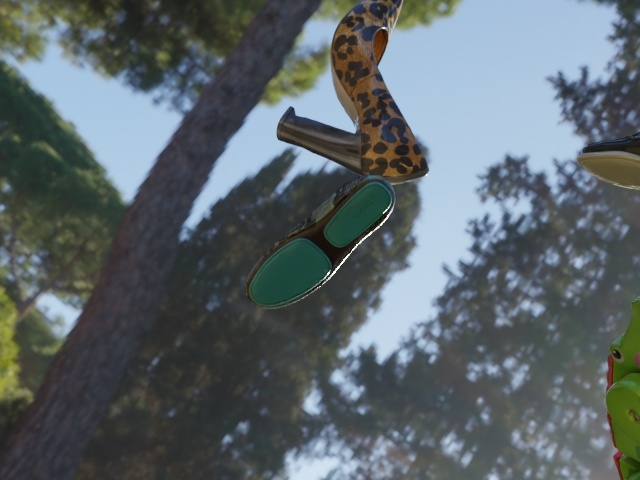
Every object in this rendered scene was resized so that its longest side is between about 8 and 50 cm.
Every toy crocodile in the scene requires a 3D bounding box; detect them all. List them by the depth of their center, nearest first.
[{"bbox_3d":[0.318,0.171,1.120,0.105,0.115,0.341,28,-36,42],"label":"toy crocodile"}]

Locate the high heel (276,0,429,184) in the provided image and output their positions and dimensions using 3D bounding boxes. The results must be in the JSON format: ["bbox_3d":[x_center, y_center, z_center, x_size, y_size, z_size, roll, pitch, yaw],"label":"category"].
[{"bbox_3d":[0.089,-0.183,1.394,0.186,0.261,0.093,23,-23,21],"label":"high heel"}]

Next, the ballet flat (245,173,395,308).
[{"bbox_3d":[0.000,0.000,1.229,0.070,0.188,0.070,52,6,-7],"label":"ballet flat"}]

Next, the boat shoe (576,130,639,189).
[{"bbox_3d":[0.449,-0.118,1.563,0.233,0.079,0.084,-2,-34,48],"label":"boat shoe"}]
